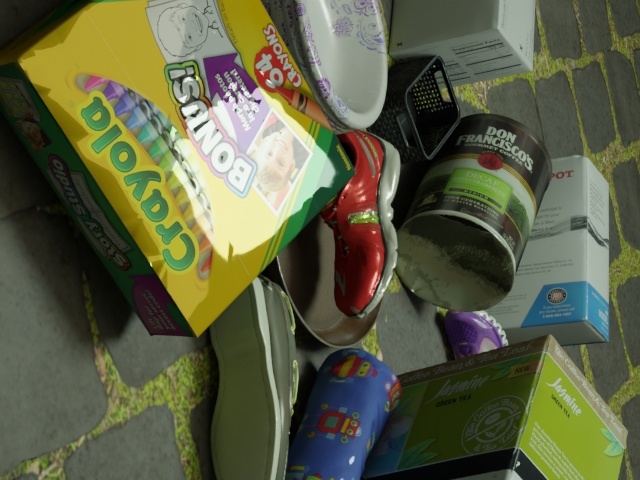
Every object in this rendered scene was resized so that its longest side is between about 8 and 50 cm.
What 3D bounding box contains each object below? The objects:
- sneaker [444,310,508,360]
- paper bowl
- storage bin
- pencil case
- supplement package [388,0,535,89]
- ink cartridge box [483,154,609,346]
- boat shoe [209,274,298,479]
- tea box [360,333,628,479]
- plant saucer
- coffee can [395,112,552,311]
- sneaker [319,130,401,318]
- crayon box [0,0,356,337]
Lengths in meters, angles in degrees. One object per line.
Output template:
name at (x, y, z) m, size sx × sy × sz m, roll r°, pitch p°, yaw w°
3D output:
sneaker at (0.265, 0.218, 2.237) m, size 0.104 × 0.095 × 0.236 m, roll -52°, pitch 127°, yaw -42°
paper bowl at (-0.028, -0.276, 1.794) m, size 0.284 × 0.148 × 0.284 m, roll -10°, pitch 90°, yaw -67°
storage bin at (0.148, -0.210, 2.152) m, size 0.180 × 0.084 × 0.122 m, roll -50°, pitch 125°, yaw -51°
pencil case at (0.015, 0.284, 1.770) m, size 0.306 × 0.119 × 0.133 m, roll -64°, pitch 166°, yaw -45°
supplement package at (0.244, -0.412, 2.247) m, size 0.145 × 0.204 × 0.262 m, roll 35°, pitch 54°, yaw -50°
ink cartridge box at (0.386, 0.026, 2.352) m, size 0.129 × 0.223 × 0.307 m, roll 36°, pitch 53°, yaw -51°
boat shoe at (-0.074, 0.189, 1.652) m, size 0.091 × 0.109 × 0.305 m, roll 16°, pitch 65°, yaw -52°
tea box at (0.205, 0.344, 1.829) m, size 0.220 × 0.329 × 0.323 m, roll 50°, pitch 42°, yaw -23°
plant saucer at (0.000, 0.000, 1.884) m, size 0.310 × 0.050 × 0.311 m, roll 22°, pitch 64°, yaw -56°
coffee can at (0.249, -0.047, 2.164) m, size 0.201 × 0.201 × 0.275 m, roll 62°, pitch 36°, yaw -30°
sneaker at (0.034, -0.027, 1.835) m, size 0.118 × 0.107 × 0.279 m, roll 21°, pitch 60°, yaw -35°
crayon box at (-0.157, -0.128, 1.495) m, size 0.313 × 0.106 × 0.363 m, roll -48°, pitch 118°, yaw -34°
